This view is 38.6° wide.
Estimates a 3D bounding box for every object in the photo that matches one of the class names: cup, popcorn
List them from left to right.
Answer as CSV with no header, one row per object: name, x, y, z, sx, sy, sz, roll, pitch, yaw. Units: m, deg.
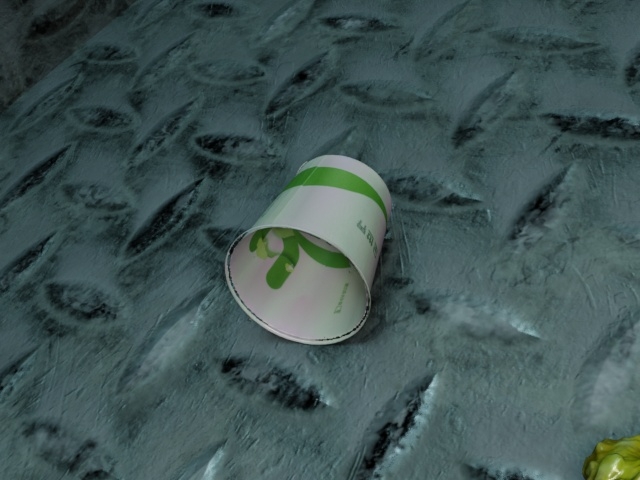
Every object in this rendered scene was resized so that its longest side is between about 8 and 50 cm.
cup,0.000,0.000,1.560,0.253,0.253,0.274,-1,38,25
popcorn,0.409,0.302,1.091,0.198,0.155,0.197,-19,12,4
